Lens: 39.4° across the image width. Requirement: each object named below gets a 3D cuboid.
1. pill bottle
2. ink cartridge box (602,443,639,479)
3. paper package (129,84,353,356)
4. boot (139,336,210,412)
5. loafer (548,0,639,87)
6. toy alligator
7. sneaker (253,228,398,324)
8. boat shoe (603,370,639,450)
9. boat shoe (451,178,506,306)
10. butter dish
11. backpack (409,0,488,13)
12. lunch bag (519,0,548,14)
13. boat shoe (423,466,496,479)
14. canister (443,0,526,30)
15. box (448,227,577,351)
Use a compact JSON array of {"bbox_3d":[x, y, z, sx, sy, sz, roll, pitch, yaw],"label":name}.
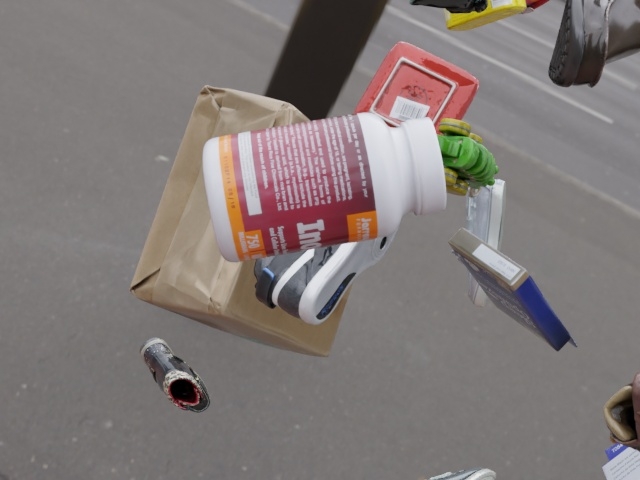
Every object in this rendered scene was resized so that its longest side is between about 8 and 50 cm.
[{"bbox_3d":[0.003,-0.038,0.598,0.152,0.086,0.086,-10,30,0],"label":"pill bottle"},{"bbox_3d":[0.654,0.424,1.738,0.045,0.223,0.224,32,27,-21],"label":"ink cartridge box"},{"bbox_3d":[-0.080,-0.012,1.297,0.168,0.309,0.325,15,-9,29],"label":"paper package"},{"bbox_3d":[-0.300,0.336,1.982,0.178,0.085,0.236,38,-16,55],"label":"boot"},{"bbox_3d":[0.254,-0.195,0.777,0.078,0.080,0.220,18,40,14],"label":"loafer"},{"bbox_3d":[0.144,-0.068,0.841,0.051,0.056,0.190,16,-4,28],"label":"toy alligator"},{"bbox_3d":[0.000,0.000,1.077,0.121,0.079,0.217,22,47,27],"label":"sneaker"},{"bbox_3d":[0.475,0.249,1.301,0.123,0.123,0.342,6,-16,14],"label":"boat shoe"},{"bbox_3d":[0.271,0.001,1.558,0.081,0.227,0.079,9,14,18],"label":"boat shoe"},{"bbox_3d":[0.157,-0.210,1.438,0.160,0.159,0.118,30,-2,17],"label":"butter dish"},{"bbox_3d":[0.135,-0.355,0.947,0.145,0.188,0.166,9,-2,-5],"label":"backpack"},{"bbox_3d":[0.345,-0.534,1.486,0.120,0.258,0.293,18,53,-35],"label":"lunch bag"},{"bbox_3d":[0.174,0.390,1.358,0.099,0.116,0.319,24,10,31],"label":"boat shoe"},{"bbox_3d":[0.221,-0.397,1.276,0.126,0.169,0.073,-9,2,43],"label":"canister"},{"bbox_3d":[0.281,0.081,1.292,0.225,0.036,0.136,46,-4,-41],"label":"box"}]
